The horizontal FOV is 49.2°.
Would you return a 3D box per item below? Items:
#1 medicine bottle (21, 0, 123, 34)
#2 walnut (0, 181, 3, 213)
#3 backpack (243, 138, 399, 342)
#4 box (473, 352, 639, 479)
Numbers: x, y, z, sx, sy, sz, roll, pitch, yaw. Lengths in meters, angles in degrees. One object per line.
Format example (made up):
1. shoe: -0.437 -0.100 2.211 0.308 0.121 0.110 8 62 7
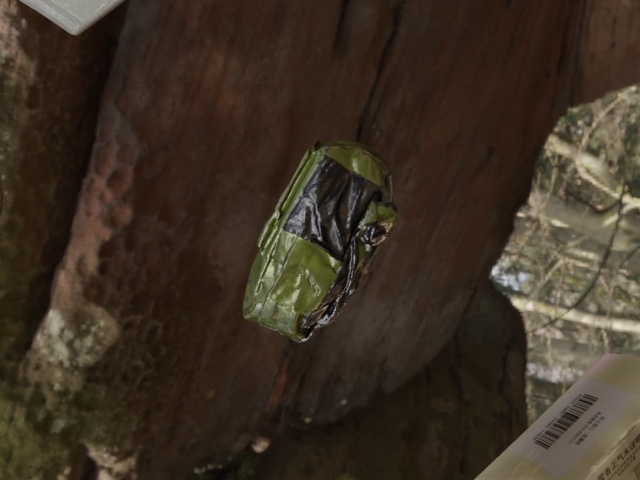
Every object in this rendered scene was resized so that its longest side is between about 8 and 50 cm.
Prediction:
1. medicine bottle: -0.137 -0.297 0.577 0.111 0.296 0.161 29 -128 -42
2. walnut: -0.650 -0.050 1.151 0.261 0.225 0.225 -49 -3 25
3. backpack: 0.000 0.000 0.845 0.253 0.140 0.207 -63 1 11
4. box: 0.263 0.236 0.652 0.212 0.095 0.168 -34 -68 -22
